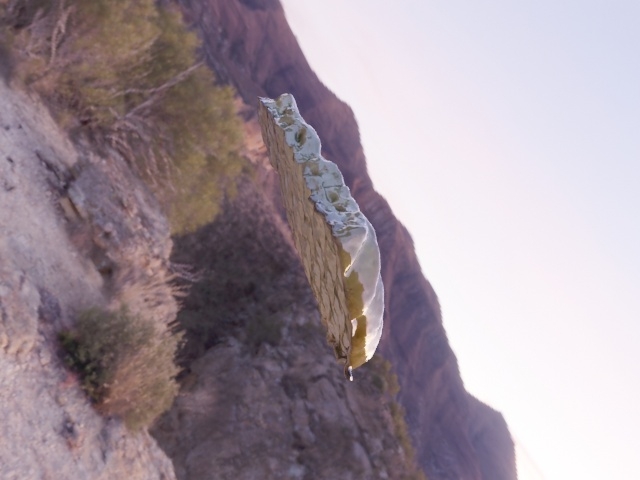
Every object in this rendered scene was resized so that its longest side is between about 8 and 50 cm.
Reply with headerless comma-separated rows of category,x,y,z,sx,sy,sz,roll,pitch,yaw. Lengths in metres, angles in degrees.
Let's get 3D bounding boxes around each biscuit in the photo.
biscuit,0.000,0.000,0.509,0.273,0.036,0.187,-115,-166,-52
